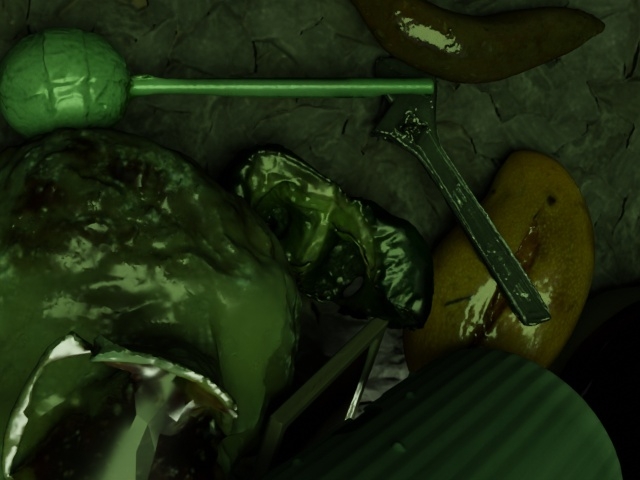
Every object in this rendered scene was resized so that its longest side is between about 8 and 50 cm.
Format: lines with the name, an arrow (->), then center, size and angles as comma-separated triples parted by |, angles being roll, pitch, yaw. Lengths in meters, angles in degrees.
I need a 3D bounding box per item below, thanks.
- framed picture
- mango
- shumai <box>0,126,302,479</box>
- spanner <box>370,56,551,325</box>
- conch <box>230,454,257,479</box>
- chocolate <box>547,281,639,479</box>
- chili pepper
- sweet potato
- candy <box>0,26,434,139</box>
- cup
framed picture -> -0.023, 0.232, 1.529 | 0.020, 0.211, 0.289 | 30, 128, 17
mango -> 0.195, 0.050, 1.585 | 0.177, 0.120, 0.295 | 28, 98, 10
shumai -> -0.203, 0.136, 1.381 | 0.395, 0.348, 0.395 | 2, 131, 3
spanner -> 0.143, -0.051, 1.533 | 0.093, 0.026, 0.325 | -31, 83, -10
conch -> -0.127, 0.304, 1.618 | 0.153, 0.102, 0.135 | -9, 123, -10
chocolate -> 0.353, 0.182, 1.640 | 0.283, 0.186, 0.283 | -3, 98, -22
chili pepper -> 0.003, 0.000, 1.543 | 0.264, 0.116, 0.148 | 26, 103, -6
sweet potato -> 0.129, -0.220, 1.524 | 0.346, 0.079, 0.108 | 14, 69, -16
candy -> -0.098, -0.154, 1.470 | 0.440, 0.119, 0.119 | -2, 107, -12
cup -> 0.054, 0.305, 1.420 | 0.392, 0.401, 0.310 | -34, 110, -46
